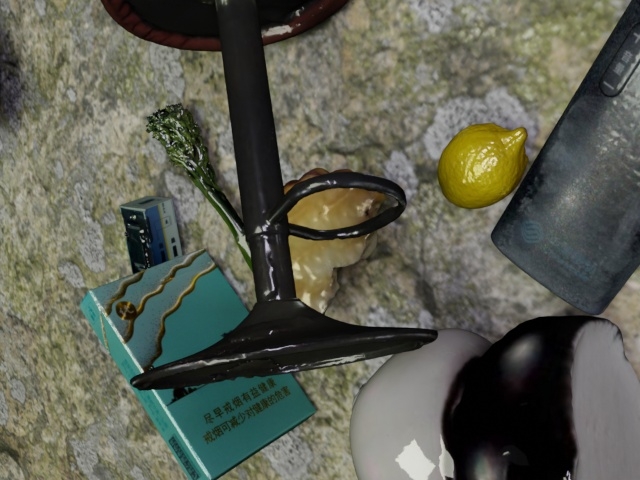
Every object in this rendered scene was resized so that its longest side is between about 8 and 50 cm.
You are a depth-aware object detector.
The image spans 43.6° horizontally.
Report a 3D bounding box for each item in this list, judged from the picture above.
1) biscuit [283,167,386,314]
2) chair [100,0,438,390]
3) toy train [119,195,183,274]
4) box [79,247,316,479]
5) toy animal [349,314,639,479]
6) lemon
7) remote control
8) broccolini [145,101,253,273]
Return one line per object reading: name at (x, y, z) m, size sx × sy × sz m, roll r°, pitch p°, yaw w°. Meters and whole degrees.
biscuit at (0.000, 0.000, 0.764) m, size 0.118 × 0.061 × 0.183 m, roll 43°, pitch 127°, yaw 23°
chair at (-0.057, -0.099, 0.620) m, size 0.226 × 0.226 × 0.401 m, roll -22°, pitch 73°, yaw 44°
toy train at (-0.190, 0.065, 0.962) m, size 0.052 × 0.051 × 0.234 m, roll 9°, pitch 115°, yaw 39°
box at (-0.127, 0.127, 0.852) m, size 0.229 × 0.162 × 0.041 m, roll 53°, pitch 132°, yaw 12°
toy animal at (0.133, 0.160, 0.634) m, size 0.235 × 0.165 × 0.187 m, roll -20°, pitch 89°, yaw 46°
lemon at (0.127, -0.059, 0.626) m, size 0.092 × 0.065 × 0.065 m, roll -39°, pitch 79°, yaw 47°
remote control at (0.238, -0.115, 0.522) m, size 0.107 × 0.044 × 0.378 m, roll 37°, pitch 127°, yaw 17°
broccolini at (-0.109, -0.044, 0.862) m, size 0.239 × 0.051 × 0.054 m, roll 57°, pitch 177°, yaw 3°
